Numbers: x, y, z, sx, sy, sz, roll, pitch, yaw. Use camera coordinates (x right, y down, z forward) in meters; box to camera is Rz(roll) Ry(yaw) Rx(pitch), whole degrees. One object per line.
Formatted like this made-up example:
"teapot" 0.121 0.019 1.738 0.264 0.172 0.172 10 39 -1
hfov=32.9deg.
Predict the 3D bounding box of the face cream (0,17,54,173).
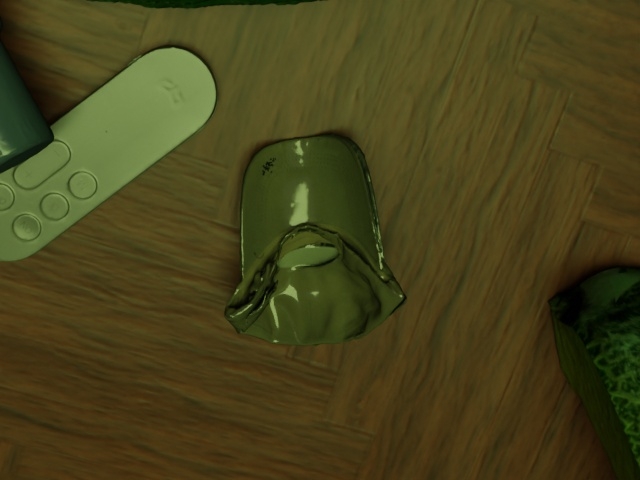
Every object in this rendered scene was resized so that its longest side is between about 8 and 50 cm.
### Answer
"face cream" -0.320 -0.224 0.780 0.136 0.086 0.385 -28 97 14

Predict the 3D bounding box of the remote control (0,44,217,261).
"remote control" -0.189 -0.070 0.880 0.245 0.022 0.077 -35 109 8

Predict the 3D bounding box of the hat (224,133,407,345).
"hat" 0.000 0.000 0.901 0.147 0.085 0.175 -1 85 8

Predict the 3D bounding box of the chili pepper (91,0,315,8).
"chili pepper" -0.084 -0.265 0.749 0.385 0.167 0.213 -2 110 -5

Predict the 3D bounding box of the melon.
"melon" 0.325 0.194 0.916 0.331 0.226 0.343 -38 112 -33
